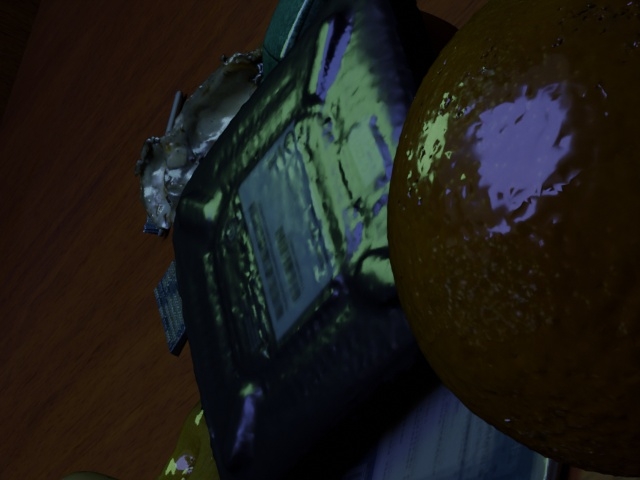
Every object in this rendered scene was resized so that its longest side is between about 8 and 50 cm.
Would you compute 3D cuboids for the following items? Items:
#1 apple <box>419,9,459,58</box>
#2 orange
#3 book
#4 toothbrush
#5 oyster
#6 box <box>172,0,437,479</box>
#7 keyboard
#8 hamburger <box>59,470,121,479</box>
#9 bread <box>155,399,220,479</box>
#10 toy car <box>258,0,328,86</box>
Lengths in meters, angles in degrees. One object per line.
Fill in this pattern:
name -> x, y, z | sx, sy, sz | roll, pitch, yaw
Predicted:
apple -> 0.072, -0.154, 1.394 | 0.099, 0.102, 0.114 | -65, 22, 1
orange -> 0.165, -0.019, 0.778 | 0.274, 0.274, 0.274 | -52, 24, 35
book -> 0.095, 0.110, 1.162 | 0.322, 0.018, 0.228 | -32, 40, 57
toothbrush -> -0.210, -0.110, 2.185 | 0.030, 0.030, 0.304 | -51, 22, 37
oyster -> -0.126, -0.131, 1.937 | 0.345, 0.078, 0.129 | -46, 48, 39
box -> 0.000, 0.000, 1.293 | 0.350, 0.091, 0.359 | -50, 42, 38
keyboard -> -0.174, 0.078, 1.896 | 0.055, 0.014, 0.176 | -58, 22, 13
hamburger -> -0.220, 0.302, 1.548 | 0.137, 0.175, 0.175 | -60, 15, -26
bread -> -0.101, 0.232, 1.433 | 0.161, 0.088, 0.233 | -53, 20, 19
toy car -> 0.007, -0.225, 1.648 | 0.321, 0.097, 0.141 | -62, 21, 12
